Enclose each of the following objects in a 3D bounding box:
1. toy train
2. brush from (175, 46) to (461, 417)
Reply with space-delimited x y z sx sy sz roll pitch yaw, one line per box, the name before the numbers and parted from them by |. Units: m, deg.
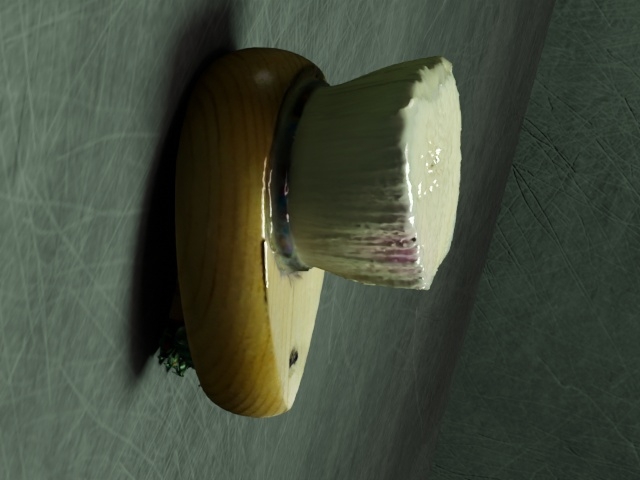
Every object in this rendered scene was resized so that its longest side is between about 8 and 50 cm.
toy train | -0.090 0.066 1.318 0.103 0.044 0.064 69 29 -72
brush | 0.000 0.000 1.228 0.174 0.166 0.266 -35 131 -70
